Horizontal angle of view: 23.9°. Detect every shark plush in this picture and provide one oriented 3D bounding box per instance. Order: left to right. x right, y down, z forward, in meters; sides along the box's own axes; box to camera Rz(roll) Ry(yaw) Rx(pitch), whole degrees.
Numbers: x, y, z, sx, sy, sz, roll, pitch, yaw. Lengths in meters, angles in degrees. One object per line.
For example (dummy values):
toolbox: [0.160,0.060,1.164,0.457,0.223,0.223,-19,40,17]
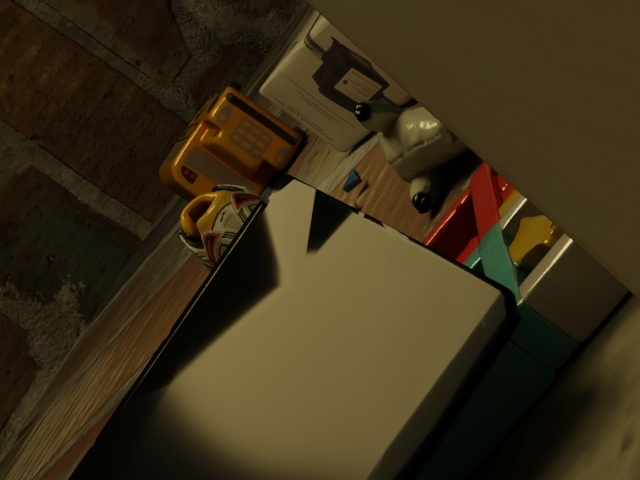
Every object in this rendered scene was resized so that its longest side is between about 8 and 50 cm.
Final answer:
shark plush: [0.075,-0.059,0.916,0.067,0.073,0.161,-33,-10,7]

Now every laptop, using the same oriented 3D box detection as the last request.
laptop: [-0.023,0.108,0.616,0.234,0.136,0.264,-55,-18,-4]

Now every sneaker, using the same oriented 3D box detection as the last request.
sneaker: [-0.070,-0.011,1.267,0.088,0.092,0.225,-55,8,-9]

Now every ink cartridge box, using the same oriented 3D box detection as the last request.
ink cartridge box: [0.063,-0.192,1.237,0.172,0.100,0.237,-58,9,-21]

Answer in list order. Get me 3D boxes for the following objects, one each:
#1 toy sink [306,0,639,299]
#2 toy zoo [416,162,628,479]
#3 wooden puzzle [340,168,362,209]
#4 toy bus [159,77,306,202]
toy sink: [0.102,-0.087,0.428,0.153,0.234,0.131,-53,-21,15]
toy zoo: [0.076,0.008,0.612,0.293,0.030,0.192,-52,9,15]
wooden puzzle: [0.000,0.000,1.120,0.116,0.014,0.078,-54,13,1]
toy bus: [-0.113,-0.101,1.797,0.130,0.108,0.332,-55,9,-4]
